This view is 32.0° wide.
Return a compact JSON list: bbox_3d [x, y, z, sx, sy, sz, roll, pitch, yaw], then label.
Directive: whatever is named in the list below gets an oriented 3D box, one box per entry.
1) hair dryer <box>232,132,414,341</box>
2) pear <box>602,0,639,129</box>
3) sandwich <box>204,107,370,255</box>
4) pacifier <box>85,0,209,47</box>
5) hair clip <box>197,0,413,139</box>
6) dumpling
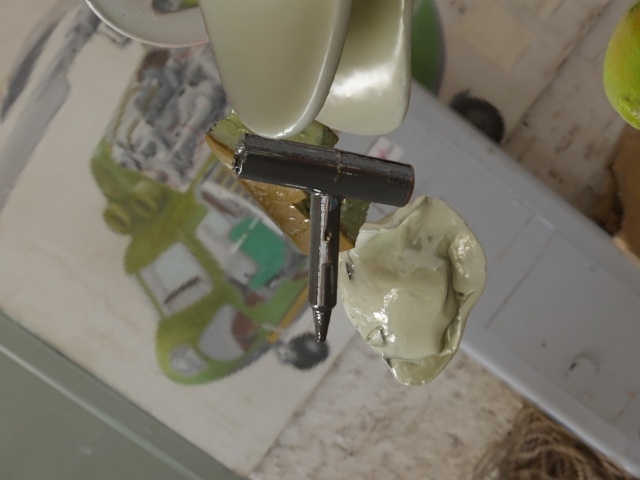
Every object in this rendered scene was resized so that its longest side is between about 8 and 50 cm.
[{"bbox_3d":[-0.015,0.002,1.083,0.050,0.173,0.194,-126,50,-70],"label":"hair dryer"},{"bbox_3d":[0.448,-0.223,1.408,0.187,0.187,0.219,-46,4,39],"label":"pear"},{"bbox_3d":[-0.039,-0.096,1.550,0.128,0.236,0.122,-8,46,47],"label":"sandwich"},{"bbox_3d":[-0.153,-0.353,1.166,0.273,0.221,0.332,-58,-35,-51],"label":"pacifier"},{"bbox_3d":[-0.024,-0.187,0.724,0.173,0.282,0.113,-5,19,40],"label":"hair clip"},{"bbox_3d":[0.153,0.069,1.830,0.243,0.318,0.187,-27,25,-6],"label":"dumpling"}]
